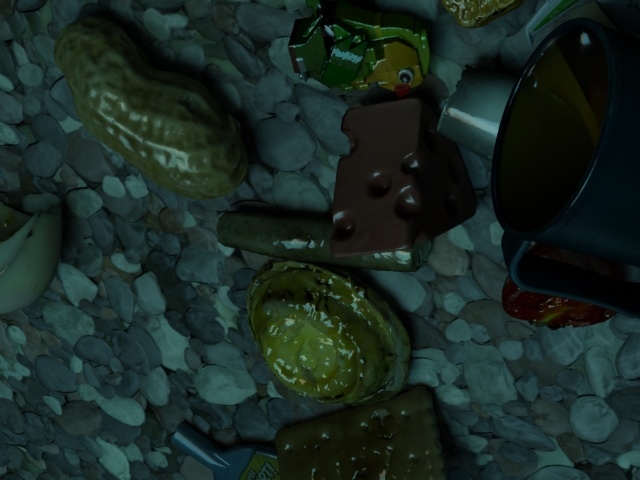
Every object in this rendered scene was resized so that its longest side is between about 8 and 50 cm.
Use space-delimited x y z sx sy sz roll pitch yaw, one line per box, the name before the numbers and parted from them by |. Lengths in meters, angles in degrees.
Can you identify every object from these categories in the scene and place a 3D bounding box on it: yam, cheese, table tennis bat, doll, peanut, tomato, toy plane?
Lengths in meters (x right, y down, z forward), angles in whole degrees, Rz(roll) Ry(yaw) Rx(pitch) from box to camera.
yam | 0.000 0.000 1.909 0.317 0.067 0.071 7 147 25
cheese | 0.091 -0.089 1.738 0.128 0.203 0.177 -6 100 34
table tennis bat | -0.107 0.410 2.295 0.329 0.044 0.215 31 134 2
doll | 0.048 -0.246 1.676 0.186 0.106 0.134 17 123 -4
peanut | -0.236 -0.180 1.862 0.325 0.140 0.153 44 114 -1
tomato | 0.315 0.049 1.764 0.159 0.091 0.139 14 145 -16
toy plane | 0.326 -0.280 1.480 0.251 0.101 0.255 -5 149 32

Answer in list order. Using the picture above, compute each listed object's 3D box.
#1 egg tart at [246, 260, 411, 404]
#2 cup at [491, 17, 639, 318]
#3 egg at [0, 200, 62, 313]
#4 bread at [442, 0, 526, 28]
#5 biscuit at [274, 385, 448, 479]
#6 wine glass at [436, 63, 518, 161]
egg tart | 0.001 0.149 2.004 0.278 0.095 0.279 15 130 18
cup | 0.362 -0.055 1.477 0.292 0.242 0.308 13 98 -19
egg | -0.512 0.027 2.138 0.271 0.206 0.162 9 160 34
bread | 0.193 -0.298 1.601 0.110 0.044 0.083 -25 108 42
biscuit | 0.059 0.360 2.086 0.324 0.044 0.217 -21 70 39
wine glass | 0.250 -0.137 1.641 0.204 0.111 0.111 22 131 7
